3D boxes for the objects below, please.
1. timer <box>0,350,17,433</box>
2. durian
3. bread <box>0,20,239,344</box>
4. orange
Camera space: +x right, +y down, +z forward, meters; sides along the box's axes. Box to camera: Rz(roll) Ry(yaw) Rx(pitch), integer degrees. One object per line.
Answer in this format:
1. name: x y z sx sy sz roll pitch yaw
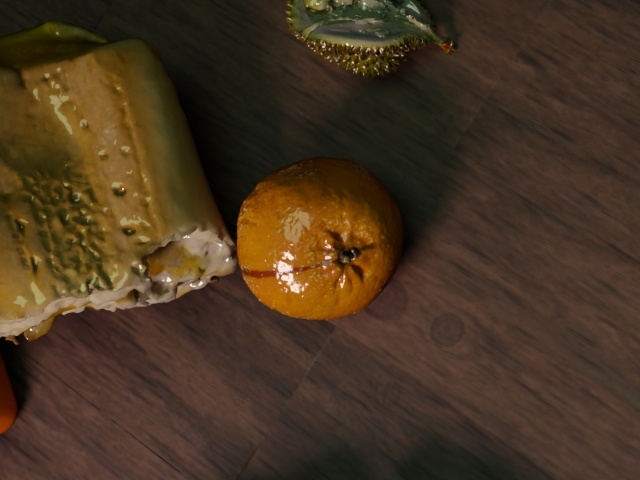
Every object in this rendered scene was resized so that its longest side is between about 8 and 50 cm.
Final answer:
1. timer: -0.506 0.137 1.850 0.161 0.250 0.257 -25 73 13
2. durian: 0.061 -0.259 1.822 0.208 0.102 0.146 15 66 -3
3. bread: -0.323 -0.069 1.827 0.361 0.250 0.394 -16 71 -15
4. orange: 0.000 0.000 1.739 0.193 0.161 0.193 -1 97 -6
